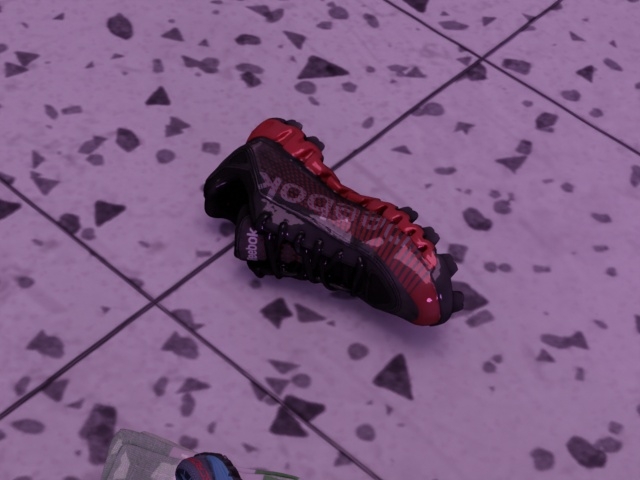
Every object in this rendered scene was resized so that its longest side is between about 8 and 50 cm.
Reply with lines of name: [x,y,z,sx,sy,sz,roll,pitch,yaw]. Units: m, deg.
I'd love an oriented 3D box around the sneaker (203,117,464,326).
sneaker: [0.000,0.000,1.151,0.135,0.097,0.276,-32,57,-31]

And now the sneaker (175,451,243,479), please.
sneaker: [-0.096,0.258,0.859,0.125,0.104,0.262,-4,50,-6]

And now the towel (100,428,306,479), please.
towel: [-0.029,0.274,0.940,0.325,0.038,0.248,13,48,4]
